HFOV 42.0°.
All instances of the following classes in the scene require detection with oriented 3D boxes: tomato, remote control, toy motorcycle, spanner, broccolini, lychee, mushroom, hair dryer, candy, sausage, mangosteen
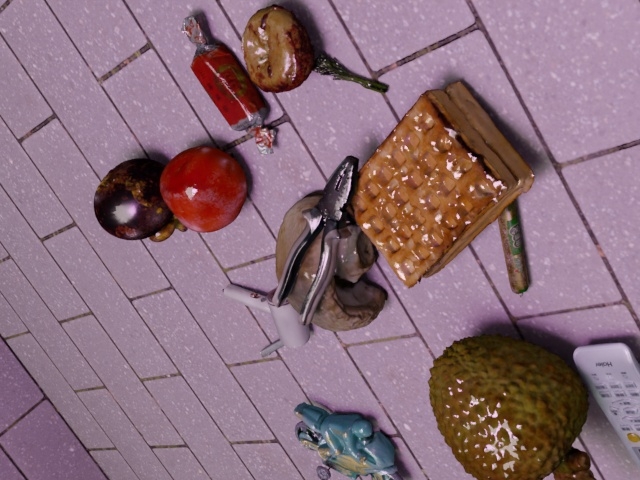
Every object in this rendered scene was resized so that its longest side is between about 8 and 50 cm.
[{"bbox_3d":[-0.231,-0.100,1.668,0.187,0.151,0.187,19,132,22],"label":"tomato"},{"bbox_3d":[0.534,0.284,1.401,0.103,0.051,0.293,-14,116,46],"label":"remote control"},{"bbox_3d":[0.062,0.475,1.919,0.297,0.109,0.198,21,131,26],"label":"toy motorcycle"},{"bbox_3d":[0.000,0.000,1.441,0.096,0.040,0.324,32,117,21],"label":"spanner"},{"bbox_3d":[0.050,-0.276,1.382,0.140,0.030,0.035,22,98,20],"label":"broccolini"},{"bbox_3d":[0.330,0.301,1.428,0.320,0.270,0.270,16,131,23],"label":"lychee"},{"bbox_3d":[-0.003,0.057,1.587,0.190,0.164,0.267,6,126,36],"label":"mushroom"},{"bbox_3d":[-0.132,0.150,1.849,0.236,0.073,0.131,14,131,36],"label":"hair dryer"},{"bbox_3d":[-0.169,-0.282,1.534,0.086,0.059,0.292,-24,104,49],"label":"candy"},{"bbox_3d":[0.309,-0.017,1.359,0.033,0.033,0.269,7,126,37],"label":"sausage"},{"bbox_3d":[-0.377,-0.073,1.803,0.192,0.192,0.217,-9,140,44],"label":"mangosteen"}]

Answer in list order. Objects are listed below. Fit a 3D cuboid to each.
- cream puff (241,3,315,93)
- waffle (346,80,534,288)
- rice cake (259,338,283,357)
[{"bbox_3d":[-0.065,-0.319,1.389,0.149,0.084,0.149,18,116,42],"label":"cream puff"},{"bbox_3d":[0.180,-0.084,1.343,0.213,0.091,0.308,53,141,13],"label":"waffle"},{"bbox_3d":[-0.104,0.246,1.937,0.021,0.022,0.121,57,139,1],"label":"rice cake"}]
